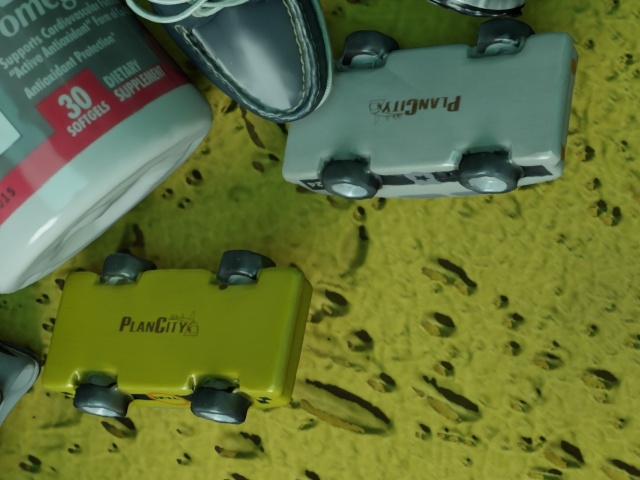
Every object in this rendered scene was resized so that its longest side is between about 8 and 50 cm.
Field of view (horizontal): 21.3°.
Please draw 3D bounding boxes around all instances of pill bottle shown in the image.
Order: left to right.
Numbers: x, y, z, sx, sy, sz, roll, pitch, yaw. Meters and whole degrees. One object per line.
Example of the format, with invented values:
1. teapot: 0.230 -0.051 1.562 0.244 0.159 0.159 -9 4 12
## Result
1. pill bottle: -0.227 -0.139 1.025 0.176 0.176 0.318 -40 89 14

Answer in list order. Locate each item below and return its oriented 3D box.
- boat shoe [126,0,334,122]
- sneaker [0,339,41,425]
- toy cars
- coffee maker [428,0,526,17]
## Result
1. boat shoe: -0.070 -0.170 0.959 0.095 0.079 0.254 -23 111 8
2. sneaker: -0.259 0.044 1.103 0.153 0.101 0.269 8 106 10
3. toy cars: 0.000 0.000 1.044 0.393 0.087 0.176 -41 53 13
4. coffee maker: 0.076 -0.239 0.969 0.171 0.120 0.178 48 125 40
